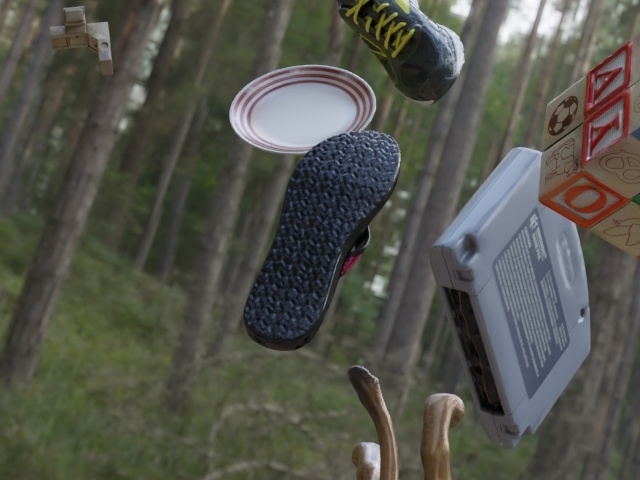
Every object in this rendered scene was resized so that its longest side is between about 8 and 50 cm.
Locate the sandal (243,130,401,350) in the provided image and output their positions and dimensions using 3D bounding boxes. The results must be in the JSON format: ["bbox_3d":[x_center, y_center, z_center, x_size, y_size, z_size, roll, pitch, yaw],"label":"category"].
[{"bbox_3d":[0.000,0.000,0.953,0.067,0.179,0.040,17,-28,19],"label":"sandal"}]

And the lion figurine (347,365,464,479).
[{"bbox_3d":[0.073,0.304,1.129,0.142,0.240,0.392,-7,-47,26],"label":"lion figurine"}]

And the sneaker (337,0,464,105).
[{"bbox_3d":[0.024,-0.081,0.547,0.035,0.031,0.083,22,25,-39],"label":"sneaker"}]

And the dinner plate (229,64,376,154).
[{"bbox_3d":[-0.017,-0.122,1.375,0.141,0.141,0.017,13,-43,20],"label":"dinner plate"}]

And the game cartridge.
[{"bbox_3d":[0.215,0.058,1.548,0.062,0.198,0.297,9,-45,34],"label":"game cartridge"}]

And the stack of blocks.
[{"bbox_3d":[0.311,-0.030,0.933,0.297,0.087,0.171,28,-40,-21],"label":"stack of blocks"}]

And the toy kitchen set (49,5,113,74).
[{"bbox_3d":[-0.343,-0.284,2.053,0.083,0.075,0.068,-6,-33,-8],"label":"toy kitchen set"}]
